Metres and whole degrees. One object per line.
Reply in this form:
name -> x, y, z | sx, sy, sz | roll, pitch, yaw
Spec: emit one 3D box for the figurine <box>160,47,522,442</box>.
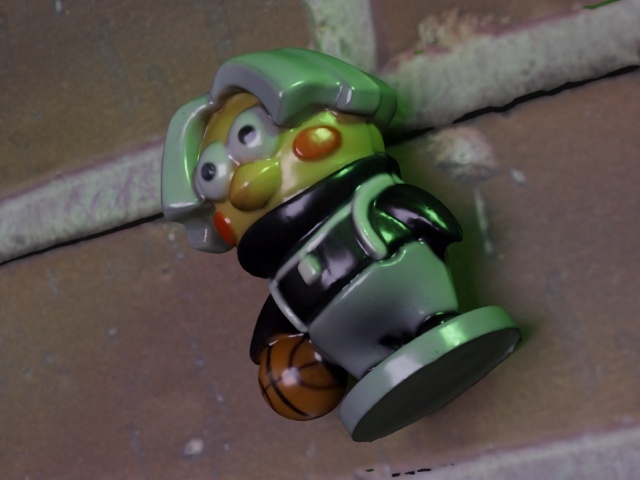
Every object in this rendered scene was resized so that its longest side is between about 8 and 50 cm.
figurine -> 0.000, 0.000, 1.099 | 0.176, 0.133, 0.236 | -40, 71, 25
